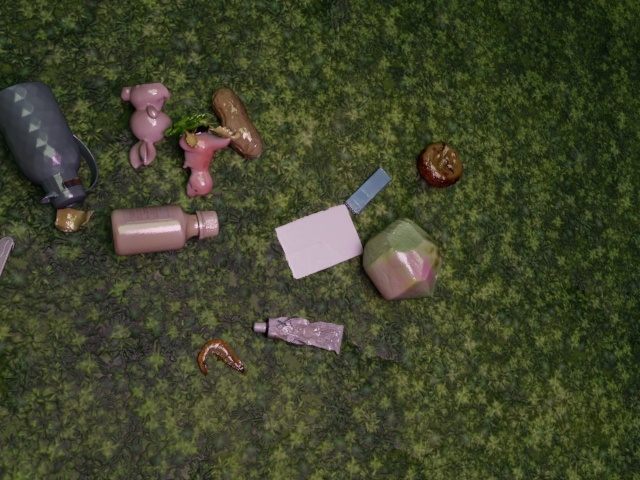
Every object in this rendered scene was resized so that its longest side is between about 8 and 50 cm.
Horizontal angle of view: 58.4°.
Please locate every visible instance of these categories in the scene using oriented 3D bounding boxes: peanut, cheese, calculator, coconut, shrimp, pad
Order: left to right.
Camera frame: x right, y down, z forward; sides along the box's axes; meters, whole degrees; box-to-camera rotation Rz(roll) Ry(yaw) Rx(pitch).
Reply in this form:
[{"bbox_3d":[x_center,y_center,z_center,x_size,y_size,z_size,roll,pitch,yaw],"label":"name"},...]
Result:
[{"bbox_3d":[-0.584,-0.050,1.367,0.083,0.041,0.060,3,70,-5],"label":"cheese"},{"bbox_3d":[-0.244,0.307,1.427,0.127,0.025,0.091,36,69,-5],"label":"shrimp"},{"bbox_3d":[-0.224,-0.316,1.534,0.099,0.099,0.214,-20,86,-23],"label":"peanut"},{"bbox_3d":[0.000,0.000,1.598,0.231,0.004,0.157,-20,87,-23],"label":"pad"},{"bbox_3d":[0.140,-0.144,1.674,0.057,0.018,0.172,47,67,-7],"label":"calculator"},{"bbox_3d":[0.231,0.066,1.567,0.204,0.236,0.236,-39,95,11],"label":"coconut"}]

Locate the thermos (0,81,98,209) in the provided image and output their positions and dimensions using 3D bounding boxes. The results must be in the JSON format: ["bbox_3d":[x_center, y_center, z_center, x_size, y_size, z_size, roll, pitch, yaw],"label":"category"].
[{"bbox_3d":[-0.632,-0.215,1.339,0.182,0.144,0.287,-28,92,-57],"label":"thermos"}]

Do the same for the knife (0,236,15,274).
[{"bbox_3d":[-0.763,0.146,1.267,0.081,0.043,0.336,11,68,-12],"label":"knife"}]

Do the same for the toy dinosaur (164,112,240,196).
[{"bbox_3d":[-0.302,-0.216,1.433,0.194,0.152,0.177,-32,94,14],"label":"toy dinosaur"}]

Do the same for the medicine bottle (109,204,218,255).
[{"bbox_3d":[-0.378,-0.031,1.400,0.252,0.114,0.114,-7,81,-22],"label":"medicine bottle"}]

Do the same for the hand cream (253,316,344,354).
[{"bbox_3d":[-0.053,0.241,1.505,0.256,0.050,0.084,14,71,-21],"label":"hand cream"}]

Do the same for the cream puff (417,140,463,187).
[{"bbox_3d":[0.359,-0.227,1.741,0.148,0.084,0.149,6,73,-20],"label":"cream puff"}]

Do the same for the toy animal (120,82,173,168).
[{"bbox_3d":[-0.431,-0.289,1.449,0.124,0.124,0.213,-3,100,-21],"label":"toy animal"}]
